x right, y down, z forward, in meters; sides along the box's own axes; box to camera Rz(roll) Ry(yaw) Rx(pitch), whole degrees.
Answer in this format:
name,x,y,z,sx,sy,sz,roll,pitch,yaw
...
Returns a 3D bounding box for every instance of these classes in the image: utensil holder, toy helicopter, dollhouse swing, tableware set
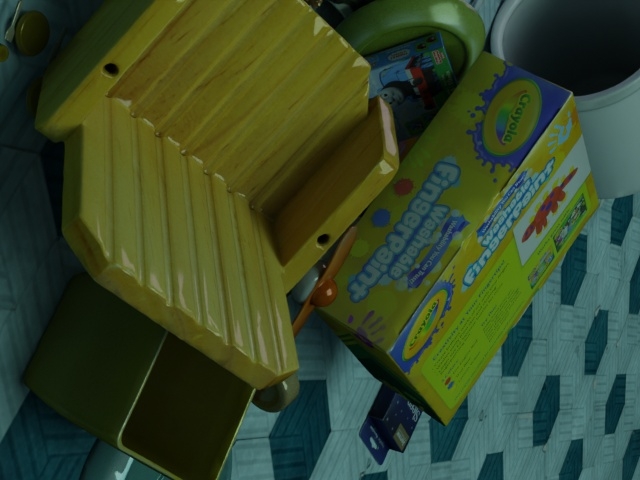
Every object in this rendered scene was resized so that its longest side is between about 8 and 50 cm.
name,x,y,z,sx,sy,sz,roll,pitch,yaw
utensil holder,0.531,-0.298,2.358,0.328,0.327,0.385,-66,150,-19
toy helicopter,-0.063,0.073,1.575,0.140,0.235,0.355,-40,133,-47
dollhouse swing,-0.074,-0.085,1.247,0.315,0.305,0.347,-47,122,6
tableware set,-0.299,-0.183,1.299,0.154,0.024,0.104,31,77,-60

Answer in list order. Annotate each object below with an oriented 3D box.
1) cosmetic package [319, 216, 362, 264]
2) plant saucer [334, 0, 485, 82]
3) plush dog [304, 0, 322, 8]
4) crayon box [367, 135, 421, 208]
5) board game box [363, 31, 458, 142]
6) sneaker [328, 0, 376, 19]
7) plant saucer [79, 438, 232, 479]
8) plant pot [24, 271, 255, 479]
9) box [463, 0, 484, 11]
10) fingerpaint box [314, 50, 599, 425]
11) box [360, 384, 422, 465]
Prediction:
name,x,y,z,sx,sy,sz,roll,pitch,yaw
cosmetic package,0.000,0.000,1.775,0.231,0.117,0.085,6,95,-61
plant saucer,0.126,-0.266,1.781,0.241,0.241,0.037,49,27,-54
plush dog,-0.090,-0.312,1.466,0.225,0.210,0.262,-54,153,-81
crayon box,0.155,-0.117,2.023,0.203,0.083,0.323,-58,145,-31
board game box,0.096,-0.206,1.781,0.160,0.211,0.039,60,18,-49
sneaker,0.049,-0.423,1.729,0.410,0.158,0.182,50,27,-52
plant saucer,-0.208,0.339,1.623,0.317,0.043,0.318,-28,124,-52
plant pot,-0.208,0.146,1.406,0.212,0.187,0.212,48,59,-54
box,0.256,-0.485,2.094,0.233,0.044,0.159,-57,144,-31
fingerpaint box,0.210,0.008,1.811,0.445,0.163,0.371,-54,152,-9
box,0.149,0.288,2.211,0.225,0.036,0.136,-61,146,-24
